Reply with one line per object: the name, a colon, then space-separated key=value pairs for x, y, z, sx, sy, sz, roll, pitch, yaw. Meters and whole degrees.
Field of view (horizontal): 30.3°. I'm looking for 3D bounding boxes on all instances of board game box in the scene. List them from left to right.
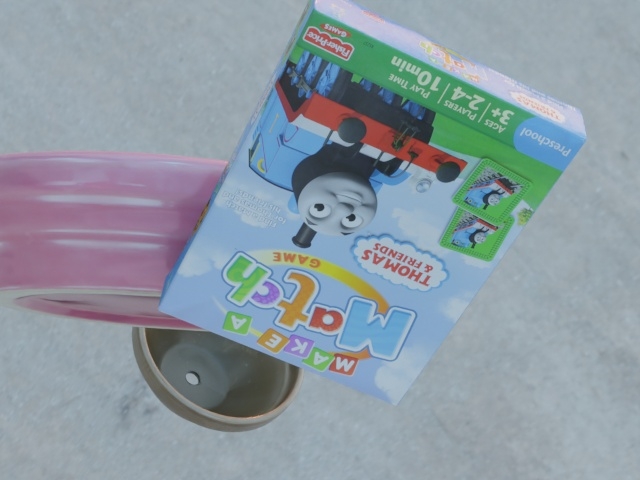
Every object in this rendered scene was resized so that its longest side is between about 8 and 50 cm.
board game box: x=0.023 y=-0.015 z=0.662 sx=0.160 sy=0.211 sz=0.039 roll=23 pitch=33 yaw=-12

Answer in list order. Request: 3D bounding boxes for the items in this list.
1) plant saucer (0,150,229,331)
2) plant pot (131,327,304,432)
plant saucer: x=-0.110 y=0.013 z=0.852 sx=0.332 sy=0.332 sz=0.084 roll=8 pitch=80 yaw=-27
plant pot: x=-0.148 y=0.160 z=1.564 sx=0.237 sy=0.110 sz=0.237 roll=19 pitch=47 yaw=-21
